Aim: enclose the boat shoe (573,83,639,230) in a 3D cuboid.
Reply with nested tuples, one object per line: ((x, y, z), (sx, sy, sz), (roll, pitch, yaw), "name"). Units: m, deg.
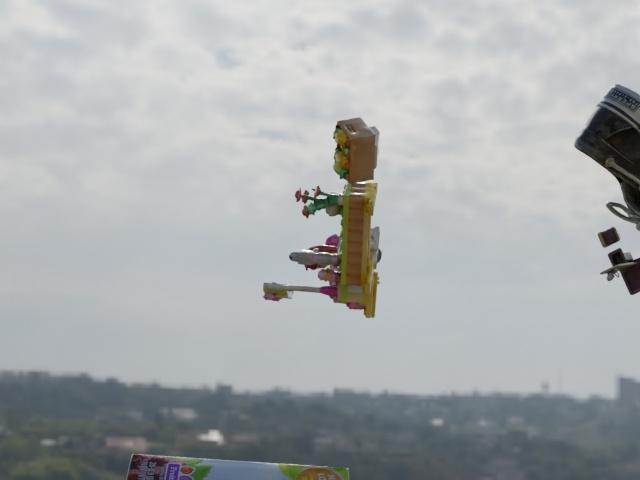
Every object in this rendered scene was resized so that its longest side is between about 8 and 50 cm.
((0.395, -0.058, 1.582), (0.306, 0.105, 0.113), (37, 2, -46), "boat shoe")

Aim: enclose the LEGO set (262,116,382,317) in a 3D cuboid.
((0.000, 0.000, 1.287), (0.107, 0.132, 0.287), (4, -25, 5), "LEGO set")

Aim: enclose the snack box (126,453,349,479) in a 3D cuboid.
((-0.066, 0.251, 0.990), (0.174, 0.070, 0.207), (4, 33, 0), "snack box")

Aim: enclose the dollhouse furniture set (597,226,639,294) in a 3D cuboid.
((0.405, 0.010, 1.716), (0.114, 0.091, 0.081), (-30, -15, 35), "dollhouse furniture set")
